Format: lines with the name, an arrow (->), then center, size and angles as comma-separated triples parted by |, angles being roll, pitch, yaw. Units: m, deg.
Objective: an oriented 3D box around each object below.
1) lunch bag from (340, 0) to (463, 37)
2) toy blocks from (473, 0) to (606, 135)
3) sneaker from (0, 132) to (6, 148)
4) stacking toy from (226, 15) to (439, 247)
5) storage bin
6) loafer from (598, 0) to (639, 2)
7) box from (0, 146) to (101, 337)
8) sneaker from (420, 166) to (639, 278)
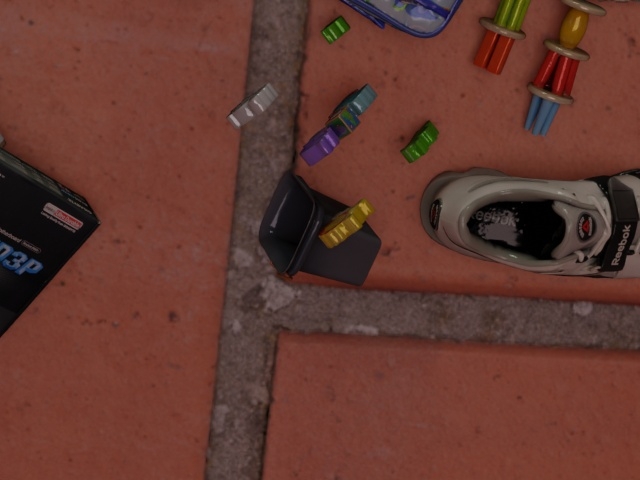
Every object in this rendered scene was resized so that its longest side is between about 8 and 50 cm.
lunch bag -> 0.063, -0.316, 1.898 | 0.219, 0.090, 0.176 | 30, 100, -10
toy blocks -> 0.216, -0.191, 1.956 | 0.123, 0.054, 0.148 | 17, 106, -6
sneaker -> -0.475, -0.098, 1.878 | 0.282, 0.099, 0.153 | -28, 108, -7
stacking toy -> 0.017, -0.115, 1.890 | 0.052, 0.221, 0.167 | -30, 103, 42
storage bin -> 0.000, 0.000, 1.938 | 0.091, 0.135, 0.098 | 21, 103, -19
loafer -> 0.288, -0.270, 1.957 | 0.125, 0.045, 0.039 | 20, 116, -3
box -> -0.357, -0.012, 1.878 | 0.175, 0.051, 0.220 | -47, 134, 9
sneaker -> 0.279, -0.009, 1.957 | 0.330, 0.146, 0.122 | 0, 100, -7
